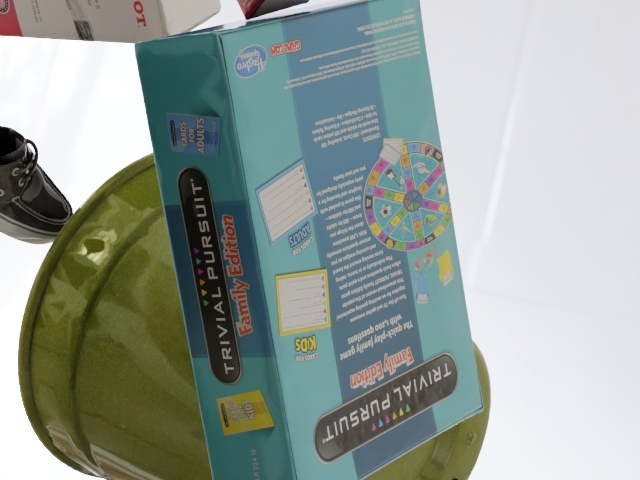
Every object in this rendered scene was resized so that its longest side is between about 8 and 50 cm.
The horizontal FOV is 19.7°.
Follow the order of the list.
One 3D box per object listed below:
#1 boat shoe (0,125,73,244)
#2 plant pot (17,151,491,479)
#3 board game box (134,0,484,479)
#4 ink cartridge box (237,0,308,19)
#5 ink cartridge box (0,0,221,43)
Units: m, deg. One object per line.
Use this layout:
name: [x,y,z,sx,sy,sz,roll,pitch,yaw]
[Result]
boat shoe: [-0.309,-0.080,1.739,0.076,0.080,0.228,-26,-55,34]
plant pot: [-0.039,0.131,1.764,0.353,0.366,0.366,26,-1,41]
board game box: [0.000,0.000,1.341,0.079,0.336,0.254,-2,11,36]
ink cartridge box: [-0.042,-0.237,1.272,0.056,0.135,0.099,-20,-12,-29]
ink cartridge box: [-0.228,-0.289,1.785,0.237,0.172,0.100,7,28,33]
